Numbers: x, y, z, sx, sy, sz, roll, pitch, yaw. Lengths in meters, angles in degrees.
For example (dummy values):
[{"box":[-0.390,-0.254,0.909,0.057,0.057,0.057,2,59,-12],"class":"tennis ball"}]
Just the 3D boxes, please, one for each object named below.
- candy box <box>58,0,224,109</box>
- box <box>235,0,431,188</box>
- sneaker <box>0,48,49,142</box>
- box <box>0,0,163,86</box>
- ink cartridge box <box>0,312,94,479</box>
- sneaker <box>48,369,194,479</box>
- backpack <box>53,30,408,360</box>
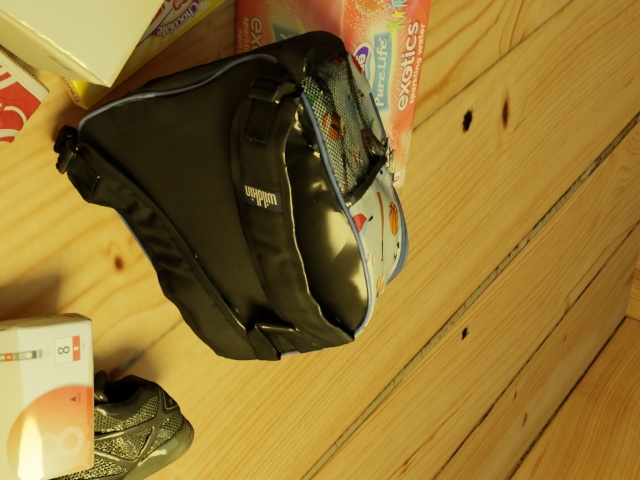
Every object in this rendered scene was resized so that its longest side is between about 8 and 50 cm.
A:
[{"box":[-0.154,-0.216,0.663,0.206,0.027,0.105,-47,146,-23],"class":"candy box"},{"box":[0.010,-0.193,0.800,0.154,0.142,0.299,-25,131,-43],"class":"box"},{"box":[-0.262,-0.116,0.570,0.067,0.042,0.118,-62,149,-9],"class":"sneaker"},{"box":[-0.158,-0.238,0.510,0.127,0.149,0.232,35,82,-39],"class":"box"},{"box":[-0.286,0.144,0.656,0.179,0.045,0.145,-6,101,-42],"class":"ink cartridge box"},{"box":[-0.254,0.218,0.782,0.228,0.087,0.130,-33,117,-16],"class":"sneaker"},{"box":[-0.050,-0.032,0.676,0.213,0.277,0.263,-38,115,-50],"class":"backpack"}]
